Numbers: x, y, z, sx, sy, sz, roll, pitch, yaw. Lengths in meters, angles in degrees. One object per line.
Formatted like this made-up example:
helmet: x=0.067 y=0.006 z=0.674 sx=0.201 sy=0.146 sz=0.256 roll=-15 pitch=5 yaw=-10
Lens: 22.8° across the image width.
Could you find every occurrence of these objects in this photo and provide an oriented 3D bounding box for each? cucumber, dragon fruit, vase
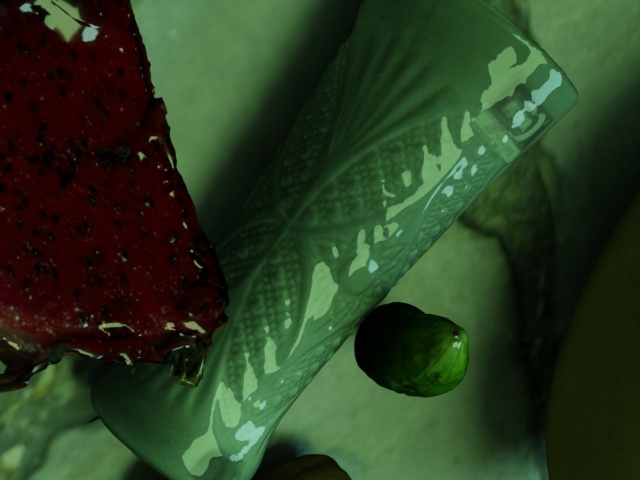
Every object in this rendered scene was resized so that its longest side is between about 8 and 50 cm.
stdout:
cucumber: x=0.035 y=0.046 z=0.674 sx=0.039 sy=0.168 sz=0.039 roll=0 pitch=90 yaw=-7
dragon fruit: x=-0.105 y=-0.011 z=0.534 sx=0.102 sy=0.096 sz=0.147 roll=1 pitch=72 yaw=-47
vase: x=0.000 y=0.000 z=0.639 sx=0.219 sy=0.096 sz=0.096 roll=-53 pitch=138 yaw=2

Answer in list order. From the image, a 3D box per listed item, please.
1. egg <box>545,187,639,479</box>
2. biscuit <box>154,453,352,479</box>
egg: x=0.250 y=0.060 z=0.782 sx=0.322 sy=0.250 sz=0.250 roll=-52 pitch=138 yaw=5
biscuit: x=-0.070 y=0.200 z=0.738 sx=0.180 sy=0.039 sz=0.236 roll=10 pitch=109 yaw=-48
